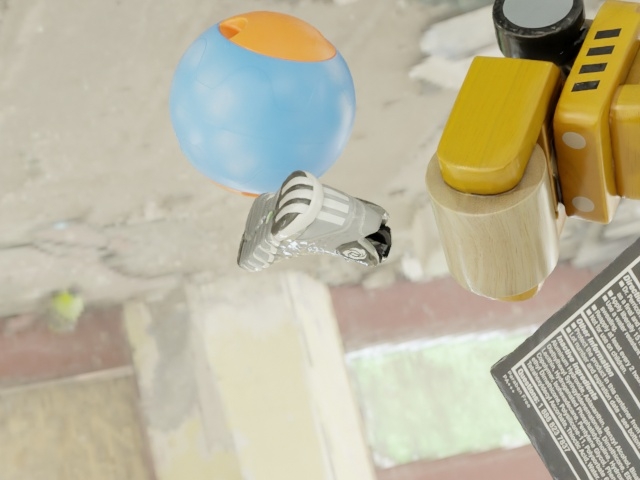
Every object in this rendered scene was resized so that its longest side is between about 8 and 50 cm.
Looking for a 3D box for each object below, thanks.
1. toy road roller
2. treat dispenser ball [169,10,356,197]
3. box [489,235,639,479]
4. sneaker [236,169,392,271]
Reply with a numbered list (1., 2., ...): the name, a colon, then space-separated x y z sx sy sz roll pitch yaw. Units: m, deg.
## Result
1. toy road roller: 0.267 -0.097 1.348 0.241 0.329 0.202 11 145 26
2. treat dispenser ball: -0.089 -0.209 2.098 0.288 0.288 0.288 -13 160 -5
3. box: 0.337 0.129 1.023 0.183 0.296 0.294 -10 151 -41
4. sneaker: 0.000 0.000 1.370 0.132 0.086 0.229 17 167 -14
